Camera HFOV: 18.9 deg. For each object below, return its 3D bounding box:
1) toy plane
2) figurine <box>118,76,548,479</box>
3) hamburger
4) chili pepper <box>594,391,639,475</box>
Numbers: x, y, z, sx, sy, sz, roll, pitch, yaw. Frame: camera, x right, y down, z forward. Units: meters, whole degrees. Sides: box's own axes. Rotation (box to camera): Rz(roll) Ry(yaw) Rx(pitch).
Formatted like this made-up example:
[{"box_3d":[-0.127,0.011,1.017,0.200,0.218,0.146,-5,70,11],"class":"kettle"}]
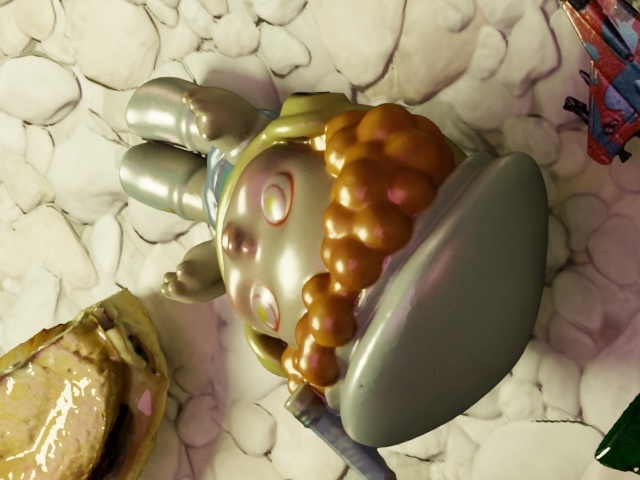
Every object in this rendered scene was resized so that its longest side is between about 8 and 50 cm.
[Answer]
[{"box_3d":[0.189,-0.126,1.202,0.130,0.061,0.189,-44,70,32],"class":"toy plane"},{"box_3d":[0.005,-0.030,1.288,0.382,0.205,0.224,46,126,41],"class":"figurine"},{"box_3d":[-0.184,0.130,1.477,0.208,0.135,0.155,-43,91,17],"class":"hamburger"},{"box_3d":[0.252,0.095,1.201,0.098,0.061,0.224,35,115,16],"class":"chili pepper"}]
